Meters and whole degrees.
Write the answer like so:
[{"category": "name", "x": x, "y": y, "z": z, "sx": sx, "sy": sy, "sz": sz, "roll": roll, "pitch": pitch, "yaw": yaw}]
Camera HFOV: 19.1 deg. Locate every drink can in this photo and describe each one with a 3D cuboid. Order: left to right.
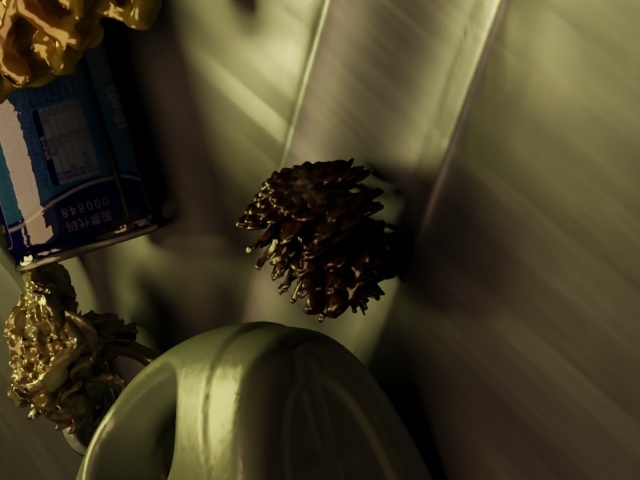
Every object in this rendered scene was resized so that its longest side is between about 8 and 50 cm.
[{"category": "drink can", "x": -0.176, "y": -0.106, "z": 1.165, "sx": 0.097, "sy": 0.097, "sz": 0.235, "roll": -12, "pitch": 97, "yaw": 60}]

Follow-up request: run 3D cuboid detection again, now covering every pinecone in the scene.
[{"category": "pinecone", "x": 0.000, "y": 0.000, "z": 0.953, "sx": 0.077, "sy": 0.077, "sz": 0.083, "roll": 4, "pitch": 119, "yaw": 59}]

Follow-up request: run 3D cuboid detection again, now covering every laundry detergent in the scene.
[{"category": "laundry detergent", "x": -0.070, "y": 0.188, "z": 1.120, "sx": 0.398, "sy": 0.125, "sz": 0.264, "roll": -16, "pitch": 92, "yaw": 61}]

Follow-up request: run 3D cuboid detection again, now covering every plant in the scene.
[{"category": "plant", "x": -0.142, "y": 0.065, "z": 1.213, "sx": 0.104, "sy": 0.122, "sz": 0.116, "roll": 101, "pitch": 172, "yaw": -46}]

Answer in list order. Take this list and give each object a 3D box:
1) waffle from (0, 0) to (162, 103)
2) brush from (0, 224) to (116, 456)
[{"category": "waffle", "x": -0.188, "y": -0.200, "z": 1.074, "sx": 0.243, "sy": 0.059, "sz": 0.238, "roll": -13, "pitch": 97, "yaw": 30}, {"category": "brush", "x": -0.185, "y": 0.003, "z": 1.288, "sx": 0.060, "sy": 0.068, "sz": 0.297, "roll": -18, "pitch": 93, "yaw": 39}]
